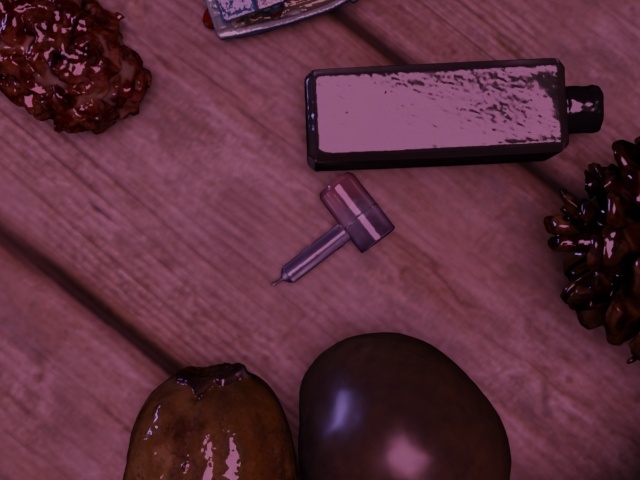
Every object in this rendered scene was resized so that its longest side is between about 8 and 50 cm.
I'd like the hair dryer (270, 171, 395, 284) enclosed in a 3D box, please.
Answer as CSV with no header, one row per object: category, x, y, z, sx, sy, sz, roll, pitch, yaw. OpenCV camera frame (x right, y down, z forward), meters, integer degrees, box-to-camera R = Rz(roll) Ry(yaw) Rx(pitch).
hair dryer,0.000,0.000,0.913,0.114,0.037,0.063,-39,86,4

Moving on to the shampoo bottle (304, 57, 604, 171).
shampoo bottle,0.110,-0.104,0.896,0.246,0.080,0.079,-3,88,-1

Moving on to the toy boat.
toy boat,-0.020,-0.221,0.910,0.173,0.059,0.069,-19,87,-2

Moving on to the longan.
longan,0.059,0.161,0.837,0.167,0.167,0.187,-20,59,-2

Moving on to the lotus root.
lotus root,-0.087,0.226,0.846,0.145,0.128,0.260,-2,87,25

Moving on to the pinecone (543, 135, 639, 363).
pinecone,0.312,0.015,0.826,0.272,0.224,0.224,16,86,20

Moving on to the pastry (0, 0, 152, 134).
pastry,-0.236,-0.176,0.888,0.115,0.097,0.208,-43,90,7
